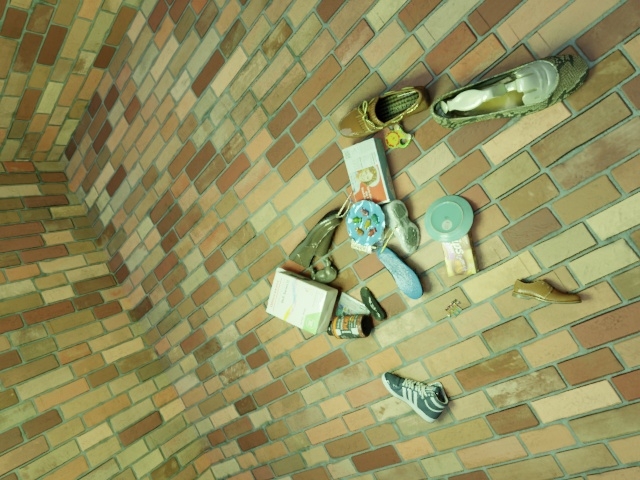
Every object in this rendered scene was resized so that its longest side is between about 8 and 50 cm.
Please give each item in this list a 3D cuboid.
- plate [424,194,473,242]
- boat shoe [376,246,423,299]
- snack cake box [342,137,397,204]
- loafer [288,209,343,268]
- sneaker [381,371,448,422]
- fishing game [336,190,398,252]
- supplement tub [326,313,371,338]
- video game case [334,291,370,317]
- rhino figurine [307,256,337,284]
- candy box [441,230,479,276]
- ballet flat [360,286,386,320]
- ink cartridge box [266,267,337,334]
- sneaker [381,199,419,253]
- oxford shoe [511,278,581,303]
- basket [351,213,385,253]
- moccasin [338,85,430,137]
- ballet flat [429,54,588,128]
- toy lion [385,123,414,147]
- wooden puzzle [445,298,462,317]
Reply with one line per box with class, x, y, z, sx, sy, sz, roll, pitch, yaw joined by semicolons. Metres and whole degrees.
plate;0.479;-0.084;1.533;0.188;0.024;0.188;-11;70;33
boat shoe;0.342;0.124;1.674;0.109;0.089;0.258;-37;74;20
snack cake box;0.203;-0.273;1.678;0.152;0.089;0.264;-13;93;33
loafer;0.000;0.000;1.859;0.130;0.134;0.366;42;129;-1
sneaker;0.406;0.629;1.721;0.282;0.099;0.153;37;123;14
fishing game;0.173;-0.068;1.634;0.264;0.041;0.189;44;120;24
supplement tub;0.123;0.392;1.833;0.198;0.106;0.106;-13;92;34
video game case;0.148;0.335;1.881;0.157;0.019;0.143;27;114;25
rhino figurine;-0.016;0.176;1.923;0.243;0.073;0.106;-37;76;34
candy box;0.528;0.037;1.550;0.109;0.053;0.187;-10;95;35
ballet flat;0.230;0.283;1.808;0.057;0.049;0.173;-43;69;35
ink cartridge box;-0.117;0.268;1.872;0.353;0.119;0.207;18;97;29
sneaker;0.323;-0.056;1.659;0.115;0.090;0.232;-3;113;65
oxford shoe;0.782;0.176;1.403;0.212;0.076;0.076;8;93;31
basket;0.201;-0.041;1.714;0.103;0.113;0.167;12;106;35
moccasin;0.230;-0.494;1.579;0.380;0.147;0.139;-6;97;34
ballet flat;0.591;-0.477;1.325;0.483;0.182;0.164;-9;94;34
toy lion;0.309;-0.407;1.618;0.100;0.034;0.096;44;127;18
wooden puzzle;0.533;0.276;1.623;0.049;0.006;0.083;43;119;19
